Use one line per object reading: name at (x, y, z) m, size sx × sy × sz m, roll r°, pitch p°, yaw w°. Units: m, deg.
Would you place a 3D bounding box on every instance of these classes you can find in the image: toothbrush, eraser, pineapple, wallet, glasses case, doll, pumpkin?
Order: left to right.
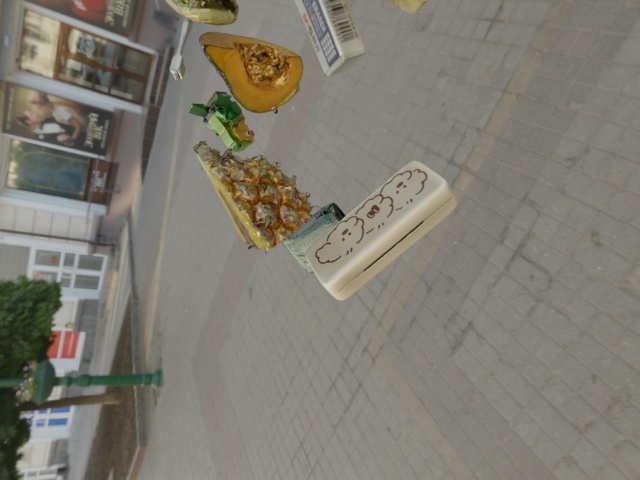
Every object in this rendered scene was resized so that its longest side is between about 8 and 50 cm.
toothbrush at (-0.285, -0.477, 0.900) m, size 0.030 × 0.025 × 0.343 m, roll 83°, pitch -174°, yaw -61°
doll at (-0.278, -0.348, 1.220) m, size 0.106 × 0.186 × 0.134 m, roll -30°, pitch 18°, yaw 44°
pumpkin at (-0.190, -0.412, 1.024) m, size 0.111 × 0.278 × 0.163 m, roll 52°, pitch 135°, yaw 32°
pineapple at (-0.143, -0.143, 0.982) m, size 0.286 × 0.208 × 0.344 m, roll 62°, pitch 164°, yaw -12°
wallet at (0.001, -0.001, 1.239) m, size 0.236 × 0.160 × 0.055 m, roll -31°, pitch 13°, yaw 40°
eraser at (0.014, -0.589, 1.073) m, size 0.279 × 0.081 × 0.124 m, roll 67°, pitch 162°, yaw -8°
glasses case at (0.127, -0.024, 0.904) m, size 0.336 × 0.076 × 0.144 m, roll -41°, pitch 39°, yaw 4°

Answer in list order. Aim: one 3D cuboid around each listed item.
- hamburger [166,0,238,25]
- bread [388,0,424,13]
hamburger at (-0.232, -0.483, 0.767) m, size 0.131 × 0.184 × 0.159 m, roll 114°, pitch 178°, yaw -52°
bread at (0.195, -0.758, 0.885) m, size 0.371 × 0.390 × 0.279 m, roll -54°, pitch -2°, yaw 18°
